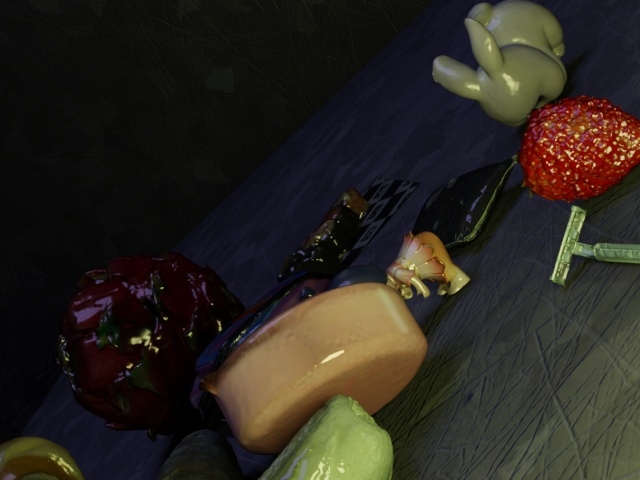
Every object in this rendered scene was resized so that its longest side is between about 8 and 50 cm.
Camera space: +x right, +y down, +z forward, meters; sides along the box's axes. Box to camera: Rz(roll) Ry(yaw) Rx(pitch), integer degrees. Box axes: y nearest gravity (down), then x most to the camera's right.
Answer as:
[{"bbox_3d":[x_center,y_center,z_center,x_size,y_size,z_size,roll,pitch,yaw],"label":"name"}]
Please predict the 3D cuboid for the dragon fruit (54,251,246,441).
[{"bbox_3d":[-0.273,0.167,2.394,0.329,0.329,0.329,-46,11,12],"label":"dragon fruit"}]

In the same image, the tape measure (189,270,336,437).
[{"bbox_3d":[-0.054,0.156,1.893,0.231,0.149,0.245,-36,9,46],"label":"tape measure"}]

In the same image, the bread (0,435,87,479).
[{"bbox_3d":[-0.442,0.467,2.204,0.341,0.210,0.300,-46,43,41],"label":"bread"}]

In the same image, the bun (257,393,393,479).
[{"bbox_3d":[-0.007,0.263,1.505,0.221,0.108,0.221,-49,0,1],"label":"bun"}]

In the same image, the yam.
[{"bbox_3d":[-0.157,0.328,1.808,0.133,0.133,0.330,-46,9,14],"label":"yam"}]

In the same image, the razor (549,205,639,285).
[{"bbox_3d":[0.294,0.012,1.422,0.211,0.036,0.084,8,81,70],"label":"razor"}]

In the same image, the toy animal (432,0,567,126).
[{"bbox_3d":[0.265,-0.261,2.080,0.127,0.178,0.193,-41,11,44],"label":"toy animal"}]

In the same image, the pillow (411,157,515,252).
[{"bbox_3d":[0.180,-0.035,1.945,0.141,0.055,0.208,-60,14,-22],"label":"pillow"}]

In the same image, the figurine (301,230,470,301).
[{"bbox_3d":[0.074,0.060,1.785,0.195,0.102,0.111,-34,6,-17],"label":"figurine"}]

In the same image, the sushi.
[{"bbox_3d":[0.000,0.000,2.491,0.339,0.069,0.320,-49,11,-4],"label":"sushi"}]

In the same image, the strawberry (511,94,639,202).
[{"bbox_3d":[0.297,-0.099,1.610,0.131,0.148,0.131,-45,-36,-46],"label":"strawberry"}]

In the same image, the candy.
[{"bbox_3d":[-0.005,0.148,1.623,0.255,0.094,0.255,-26,-24,-12],"label":"candy"}]
